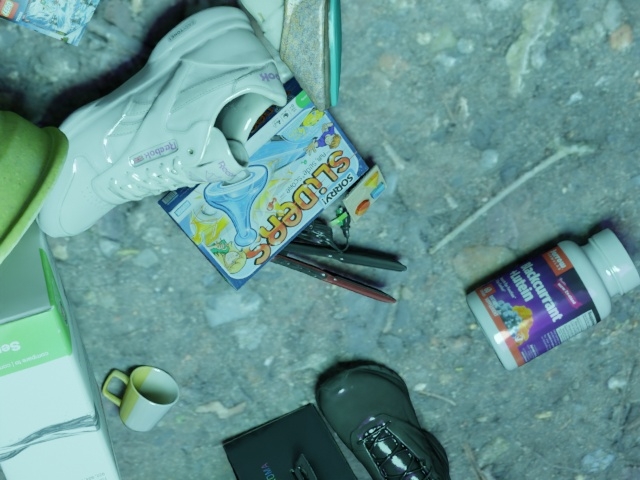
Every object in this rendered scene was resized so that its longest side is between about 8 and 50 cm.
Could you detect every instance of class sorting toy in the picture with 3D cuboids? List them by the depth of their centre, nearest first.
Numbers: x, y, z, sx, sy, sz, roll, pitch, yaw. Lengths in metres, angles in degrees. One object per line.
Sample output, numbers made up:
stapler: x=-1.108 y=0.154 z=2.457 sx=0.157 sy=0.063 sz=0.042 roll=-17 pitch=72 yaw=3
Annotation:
sorting toy: x=0.043 y=-0.041 z=1.616 sx=0.083 sy=0.012 sz=0.062 roll=-48 pitch=154 yaw=-10

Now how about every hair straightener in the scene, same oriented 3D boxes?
hair straightener: x=0.000 y=0.000 z=1.659 sx=0.230 sy=0.047 sz=0.089 roll=19 pitch=94 yaw=-23

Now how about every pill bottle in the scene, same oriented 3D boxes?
pill bottle: x=0.283 y=0.067 z=1.749 sx=0.193 sy=0.108 sz=0.108 roll=-30 pitch=127 yaw=2

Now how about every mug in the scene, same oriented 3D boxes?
mug: x=-0.211 y=0.186 z=1.706 sx=0.062 sy=0.078 sz=0.064 roll=-16 pitch=145 yaw=-50

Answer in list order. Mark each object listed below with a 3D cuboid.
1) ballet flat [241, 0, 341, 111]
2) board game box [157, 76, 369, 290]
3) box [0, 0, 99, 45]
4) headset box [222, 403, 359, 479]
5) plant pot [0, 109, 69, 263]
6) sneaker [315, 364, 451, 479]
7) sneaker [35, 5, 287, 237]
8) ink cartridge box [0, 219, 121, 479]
ballet flat: x=-0.026 y=-0.277 z=1.429 sx=0.106 sy=0.107 sz=0.316 roll=4 pitch=119 yaw=3
board game box: x=-0.059 y=-0.060 z=1.562 sx=0.201 sy=0.035 sz=0.136 roll=-44 pitch=128 yaw=-6
box: x=-0.250 y=-0.264 z=1.392 sx=0.094 sy=0.027 sz=0.137 roll=18 pitch=116 yaw=-30
headset box: x=0.004 y=0.378 z=1.780 sx=0.131 sy=0.246 sz=0.283 roll=-24 pitch=127 yaw=-8
plant pot: x=-0.421 y=-0.076 z=1.343 sx=0.276 sy=0.276 sz=0.254 roll=-42 pitch=114 yaw=12
sneaker: x=0.097 y=0.264 z=1.810 sx=0.109 sy=0.130 sz=0.286 roll=-35 pitch=126 yaw=9
sneaker: x=-0.165 y=-0.094 z=1.453 sx=0.305 sy=0.152 sz=0.114 roll=-42 pitch=156 yaw=13
ink cartridge box: x=-0.308 y=0.133 z=1.538 sx=0.114 sy=0.198 sz=0.273 roll=-17 pitch=126 yaw=-7
